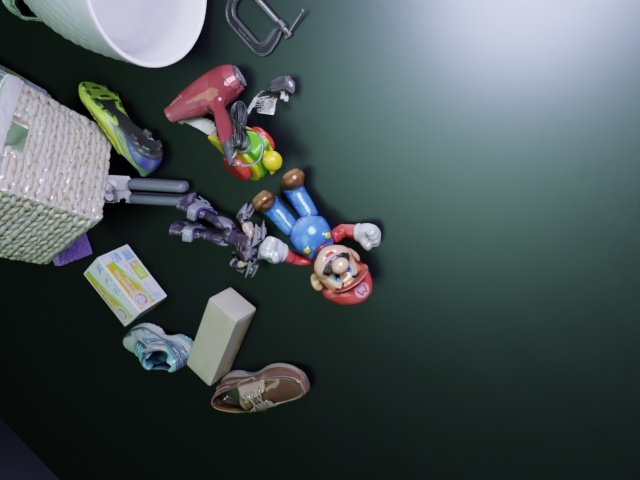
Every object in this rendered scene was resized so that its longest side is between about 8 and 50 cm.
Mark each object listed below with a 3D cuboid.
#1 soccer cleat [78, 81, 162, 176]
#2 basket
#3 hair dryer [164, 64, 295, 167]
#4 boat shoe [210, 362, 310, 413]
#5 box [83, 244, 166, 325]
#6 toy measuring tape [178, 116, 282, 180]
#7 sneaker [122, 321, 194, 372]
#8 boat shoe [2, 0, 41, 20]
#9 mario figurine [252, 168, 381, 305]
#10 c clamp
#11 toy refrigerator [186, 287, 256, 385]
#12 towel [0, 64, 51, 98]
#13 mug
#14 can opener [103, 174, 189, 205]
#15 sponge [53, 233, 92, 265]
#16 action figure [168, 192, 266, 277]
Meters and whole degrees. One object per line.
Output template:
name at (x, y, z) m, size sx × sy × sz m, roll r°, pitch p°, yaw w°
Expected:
soccer cleat at (-0.527, -0.286, 1.086) m, size 0.289 × 0.093 × 0.121 m, roll 46°, pitch 127°, yaw 3°
basket at (-0.737, -0.148, 1.054) m, size 0.331 × 0.266 × 0.329 m, roll -27°, pitch 56°, yaw 29°
hair dryer at (-0.214, -0.276, 0.885) m, size 0.293 × 0.224 × 0.080 m, roll 13°, pitch 157°, yaw 28°
boat shoe at (-0.174, 0.432, 1.182) m, size 0.324 × 0.116 × 0.123 m, roll -20°, pitch 100°, yaw 30°
box at (-0.583, 0.134, 1.264) m, size 0.103 × 0.114 × 0.203 m, roll -36°, pitch 93°, yaw 32°
toy measuring tape at (-0.203, -0.214, 0.965) m, size 0.330 × 0.121 × 0.122 m, roll 28°, pitch 120°, yaw 33°
sneaker at (-0.525, 0.337, 1.310) m, size 0.282 × 0.122 × 0.110 m, roll 3°, pitch 111°, yaw 24°
boat shoe at (-0.749, -0.607, 1.074) m, size 0.226 × 0.076 × 0.083 m, roll 18°, pitch 116°, yaw 19°
mario figurine at (0.000, 0.000, 0.902) m, size 0.198 × 0.170 × 0.321 m, roll -40°, pitch 88°, yaw 30°
c clamp at (-0.122, -0.462, 0.867) m, size 0.160 × 0.022 × 0.137 m, roll 43°, pitch 127°, yaw 3°
toy refrigerator at (-0.280, 0.271, 1.187) m, size 0.102 × 0.094 × 0.270 m, roll 35°, pitch 120°, yaw 17°
towel at (-0.960, -0.338, 1.274) m, size 0.320 × 0.090 × 0.375 m, roll 31°, pitch 120°, yaw 13°
mug at (-0.469, -0.514, 0.807) m, size 0.327 × 0.374 × 0.277 m, roll 24°, pitch 113°, yaw 23°
can opener at (-0.476, -0.138, 1.131) m, size 0.280 × 0.093 × 0.074 m, roll 5°, pitch 110°, yaw 15°
sponge at (-0.789, -0.038, 1.293) m, size 0.031 × 0.117 × 0.210 m, roll -2°, pitch 108°, yaw 25°
action figure at (-0.229, -0.019, 1.050) m, size 0.284 × 0.099 × 0.186 m, roll 24°, pitch 111°, yaw 11°
